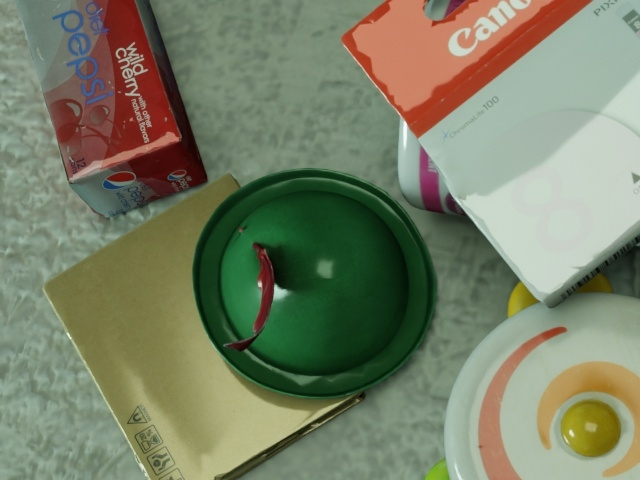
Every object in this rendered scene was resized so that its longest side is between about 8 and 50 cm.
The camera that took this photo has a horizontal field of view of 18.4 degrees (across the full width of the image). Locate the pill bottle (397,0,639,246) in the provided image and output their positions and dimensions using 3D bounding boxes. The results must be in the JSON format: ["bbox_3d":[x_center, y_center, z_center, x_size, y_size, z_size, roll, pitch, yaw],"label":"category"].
[{"bbox_3d":[0.206,-0.078,1.343,0.283,0.160,0.160,9,72,14],"label":"pill bottle"}]

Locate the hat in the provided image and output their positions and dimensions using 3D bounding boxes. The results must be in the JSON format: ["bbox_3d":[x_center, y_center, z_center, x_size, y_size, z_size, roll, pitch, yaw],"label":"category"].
[{"bbox_3d":[0.000,0.000,1.321,0.173,0.183,0.208,-11,63,-7],"label":"hat"}]

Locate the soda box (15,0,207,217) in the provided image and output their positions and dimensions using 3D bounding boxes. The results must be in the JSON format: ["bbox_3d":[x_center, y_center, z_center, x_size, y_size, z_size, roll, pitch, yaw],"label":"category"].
[{"bbox_3d":[-0.169,-0.155,1.482,0.092,0.083,0.263,-20,68,3],"label":"soda box"}]

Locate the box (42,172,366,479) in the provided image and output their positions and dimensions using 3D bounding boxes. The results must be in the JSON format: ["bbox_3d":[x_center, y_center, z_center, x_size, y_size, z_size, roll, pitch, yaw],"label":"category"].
[{"bbox_3d":[-0.085,0.071,1.415,0.164,0.021,0.201,-31,67,-3],"label":"box"}]

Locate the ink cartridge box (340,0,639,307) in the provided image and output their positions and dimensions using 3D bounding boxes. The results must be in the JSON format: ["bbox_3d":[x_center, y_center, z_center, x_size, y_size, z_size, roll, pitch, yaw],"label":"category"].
[{"bbox_3d":[0.145,-0.102,1.250,0.189,0.066,0.232,-39,80,5],"label":"ink cartridge box"}]

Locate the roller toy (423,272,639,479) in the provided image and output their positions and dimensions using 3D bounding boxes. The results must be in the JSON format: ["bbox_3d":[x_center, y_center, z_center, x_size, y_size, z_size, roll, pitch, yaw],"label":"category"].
[{"bbox_3d":[0.178,0.135,1.276,0.191,0.146,0.209,26,76,18],"label":"roller toy"}]
